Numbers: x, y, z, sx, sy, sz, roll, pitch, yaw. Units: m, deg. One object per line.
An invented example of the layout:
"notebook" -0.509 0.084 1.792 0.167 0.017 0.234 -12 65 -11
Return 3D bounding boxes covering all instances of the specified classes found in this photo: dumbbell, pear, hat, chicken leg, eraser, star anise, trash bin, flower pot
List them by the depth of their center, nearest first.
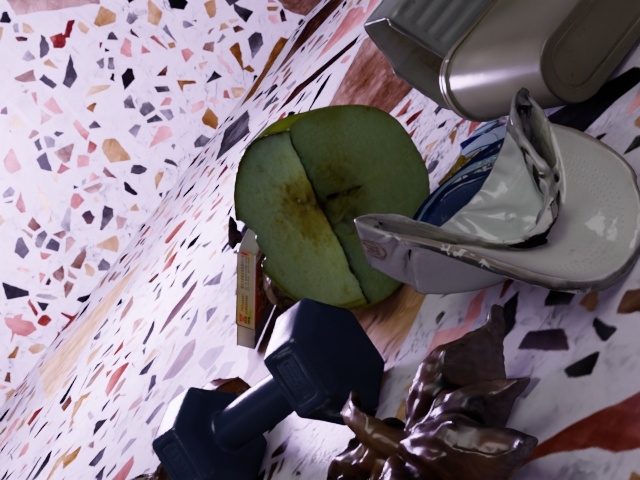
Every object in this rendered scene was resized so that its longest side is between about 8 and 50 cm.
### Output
"star anise" 0.088 0.202 1.041 0.292 0.109 0.350 -38 19 21
"hat" 0.212 -0.008 1.159 0.257 0.168 0.301 -39 38 -16
"dumbbell" -0.068 0.207 1.363 0.316 0.156 0.144 -39 50 34
"trash bin" 0.301 -0.268 1.448 0.243 0.121 0.247 -50 19 -13
"pear" 0.029 -0.064 1.502 0.159 0.292 0.292 -13 40 50
"chicken leg" -0.200 0.314 1.586 0.304 0.093 0.113 -48 28 22
"flower pot" 0.209 -0.334 1.675 0.190 0.209 0.239 -52 15 -7
"eraser" -0.093 0.046 1.732 0.230 0.038 0.157 95 -167 -45

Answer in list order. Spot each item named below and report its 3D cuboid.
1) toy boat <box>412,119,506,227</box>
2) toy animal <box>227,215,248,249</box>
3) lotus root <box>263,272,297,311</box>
"toy boat" 0.213 -0.097 1.471 0.220 0.067 0.291 -41 8 27
"toy animal" -0.081 -0.015 1.994 0.179 0.116 0.218 -24 -13 -3
"lotus root" 0.000 0.000 1.649 0.145 0.128 0.260 -12 45 43
